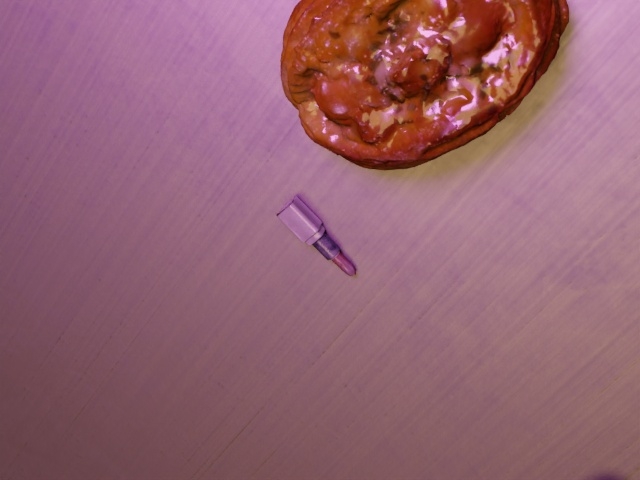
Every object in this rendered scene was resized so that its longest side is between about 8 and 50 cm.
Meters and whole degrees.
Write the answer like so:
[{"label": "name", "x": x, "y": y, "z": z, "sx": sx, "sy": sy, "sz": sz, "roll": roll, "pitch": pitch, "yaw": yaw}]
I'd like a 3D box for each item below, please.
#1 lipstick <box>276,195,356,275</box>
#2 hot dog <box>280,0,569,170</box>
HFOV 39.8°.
[{"label": "lipstick", "x": 0.000, "y": 0.000, "z": 0.947, "sx": 0.025, "sy": 0.025, "sz": 0.107, "roll": -39, "pitch": 103, "yaw": 26}, {"label": "hot dog", "x": 0.080, "y": -0.176, "z": 0.800, "sx": 0.272, "sy": 0.122, "sz": 0.196, "roll": -30, "pitch": 106, "yaw": 23}]
